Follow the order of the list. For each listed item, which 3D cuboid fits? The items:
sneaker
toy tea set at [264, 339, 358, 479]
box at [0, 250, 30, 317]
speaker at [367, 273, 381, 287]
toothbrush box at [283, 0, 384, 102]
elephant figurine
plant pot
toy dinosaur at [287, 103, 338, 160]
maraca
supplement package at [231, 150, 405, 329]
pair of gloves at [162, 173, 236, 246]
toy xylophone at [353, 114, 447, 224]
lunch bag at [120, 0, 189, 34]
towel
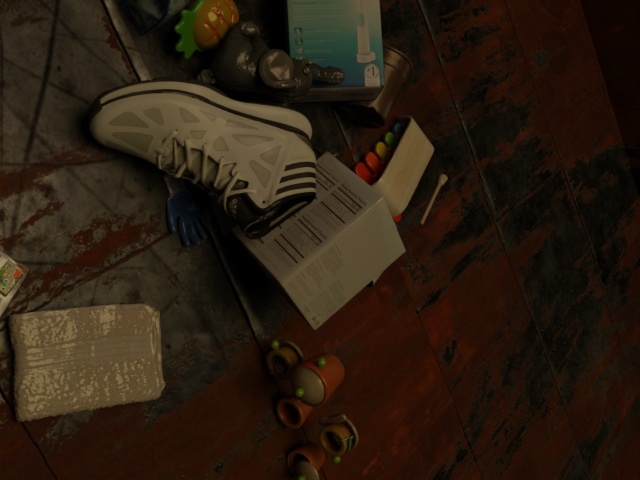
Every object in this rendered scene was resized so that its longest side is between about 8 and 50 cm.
[{"bbox_3d":[-0.201,-0.145,1.335,0.447,0.169,0.258,4,53,-24],"label":"sneaker"},{"bbox_3d":[-0.034,0.379,1.518,0.124,0.200,0.336,-27,108,-51],"label":"toy tea set"},{"bbox_3d":[-0.572,0.104,1.152,0.114,0.036,0.207,41,58,-32],"label":"box"},{"bbox_3d":[0.143,0.057,1.823,0.136,0.055,0.055,-48,116,-36],"label":"speaker"},{"bbox_3d":[0.027,-0.481,1.668,0.216,0.126,0.296,-4,87,-6],"label":"toothbrush box"},{"bbox_3d":[-0.098,-0.344,1.509,0.239,0.169,0.186,34,100,3],"label":"elephant figurine"},{"bbox_3d":[0.128,-0.383,1.805,0.167,0.167,0.165,31,73,-37],"label":"plant pot"},{"bbox_3d":[-0.106,-0.179,1.589,0.218,0.164,0.322,24,87,-24],"label":"toy dinosaur"},{"bbox_3d":[-0.239,-0.449,1.490,0.185,0.099,0.127,-44,149,-40],"label":"maraca"},{"bbox_3d":[0.000,0.000,1.493,0.262,0.198,0.199,-40,141,-8],"label":"supplement package"},{"bbox_3d":[-0.241,-0.078,1.500,0.198,0.023,0.159,-20,98,-42],"label":"pair of gloves"},{"bbox_3d":[0.220,-0.175,1.906,0.236,0.081,0.323,55,52,-24],"label":"toy xylophone"},{"bbox_3d":[-0.300,-0.489,1.408,0.096,0.151,0.129,54,53,-25],"label":"lunch bag"},{"bbox_3d":[-0.409,0.211,1.285,0.282,0.049,0.187,-2,85,-43],"label":"towel"}]
